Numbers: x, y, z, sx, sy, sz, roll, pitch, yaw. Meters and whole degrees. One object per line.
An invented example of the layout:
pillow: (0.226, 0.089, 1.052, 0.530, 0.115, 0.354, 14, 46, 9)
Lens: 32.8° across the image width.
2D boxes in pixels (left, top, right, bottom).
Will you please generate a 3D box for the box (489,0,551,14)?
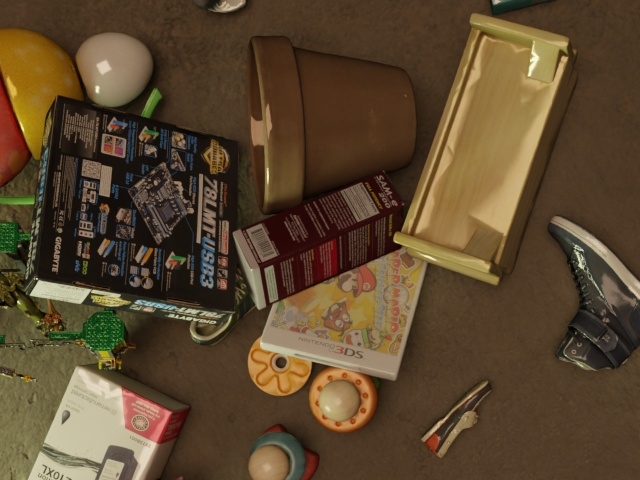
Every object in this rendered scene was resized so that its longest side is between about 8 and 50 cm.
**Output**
box: (0.284, -0.475, 1.645, 0.100, 0.060, 0.244, -12, 84, 9)

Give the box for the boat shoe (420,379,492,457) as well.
boat shoe: (0.209, 0.264, 1.618, 0.043, 0.049, 0.137, 45, 97, 7)

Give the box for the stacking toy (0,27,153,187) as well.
stacking toy: (-0.491, -0.219, 1.675, 0.480, 0.350, 0.350, -19, 83, -7)

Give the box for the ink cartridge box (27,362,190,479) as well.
ink cartridge box: (-0.334, 0.333, 1.682, 0.172, 0.100, 0.237, 24, 91, 11)

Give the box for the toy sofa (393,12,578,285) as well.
toy sofa: (0.246, -0.129, 1.582, 0.150, 0.177, 0.362, 19, 91, 19)

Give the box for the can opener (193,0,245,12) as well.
can opener: (-0.150, -0.495, 1.713, 0.074, 0.093, 0.280, 2, 82, 11)

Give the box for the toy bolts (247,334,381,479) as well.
toy bolts: (-0.047, 0.255, 1.607, 0.218, 0.158, 0.228, 32, 92, 10)

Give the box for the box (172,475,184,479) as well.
box: (-0.202, 0.521, 1.577, 0.154, 0.142, 0.300, -24, 99, -7)

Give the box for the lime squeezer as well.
lime squeezer: (-0.356, -0.107, 1.707, 0.310, 0.110, 0.059, -35, 41, -9)

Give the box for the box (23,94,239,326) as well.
box: (-0.265, -0.041, 1.586, 0.293, 0.073, 0.295, 12, 62, -26)

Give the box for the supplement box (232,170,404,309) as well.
supplement box: (0.000, 0.000, 1.579, 0.239, 0.130, 0.073, -22, 62, -11)

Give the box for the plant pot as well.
plant pot: (0.015, -0.174, 1.602, 0.229, 0.263, 0.263, -4, 85, -9)

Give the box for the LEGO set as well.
LEGO set: (-0.426, 0.096, 1.667, 0.331, 0.192, 0.255, -8, 71, -6)

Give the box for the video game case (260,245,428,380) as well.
video game case: (0.041, 0.083, 1.618, 0.206, 0.026, 0.227, 12, 59, 10)

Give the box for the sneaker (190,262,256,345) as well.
sneaker: (-0.133, 0.086, 1.670, 0.064, 0.086, 0.192, 40, 93, 10)

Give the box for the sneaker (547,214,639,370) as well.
sneaker: (0.376, 0.086, 1.580, 0.163, 0.086, 0.226, -44, 82, 2)
